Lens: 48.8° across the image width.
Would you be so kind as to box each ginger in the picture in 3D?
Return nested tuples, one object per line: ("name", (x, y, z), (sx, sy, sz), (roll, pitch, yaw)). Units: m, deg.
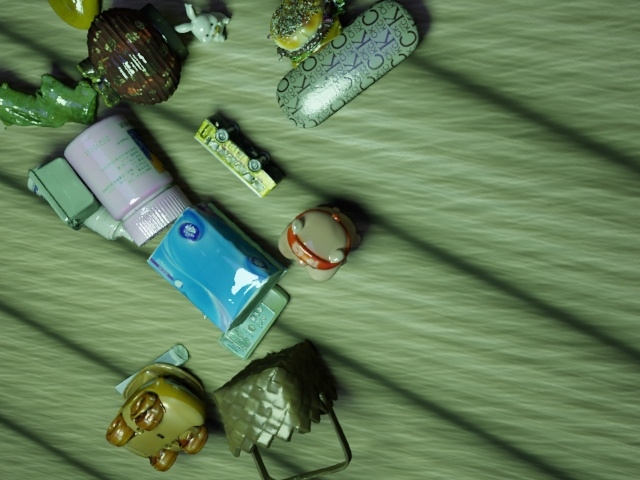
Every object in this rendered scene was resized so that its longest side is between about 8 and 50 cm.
("ginger", (-0.690, -0.344, 1.744), (0.290, 0.089, 0.137), (-4, 142, 8))

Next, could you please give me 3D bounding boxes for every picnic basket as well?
("picnic basket", (-0.087, 0.440, 1.743), (0.254, 0.291, 0.320), (-22, 92, 20))

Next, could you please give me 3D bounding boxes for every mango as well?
("mango", (-0.580, -0.591, 1.648), (0.137, 0.098, 0.195), (-13, 108, 14))

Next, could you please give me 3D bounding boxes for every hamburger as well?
("hamburger", (-0.034, -0.470, 1.508), (0.190, 0.093, 0.164), (-37, 53, 19))

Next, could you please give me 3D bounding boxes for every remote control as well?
("remote control", (-0.175, 0.205, 1.828), (0.098, 0.038, 0.233), (36, 113, 3))

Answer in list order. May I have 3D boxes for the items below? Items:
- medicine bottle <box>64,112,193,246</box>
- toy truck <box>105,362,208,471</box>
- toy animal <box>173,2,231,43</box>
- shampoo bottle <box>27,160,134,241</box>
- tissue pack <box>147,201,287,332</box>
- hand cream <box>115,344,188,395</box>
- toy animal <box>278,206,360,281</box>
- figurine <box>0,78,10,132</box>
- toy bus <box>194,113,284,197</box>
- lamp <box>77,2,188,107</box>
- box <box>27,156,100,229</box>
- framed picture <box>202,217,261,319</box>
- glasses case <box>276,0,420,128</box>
("medicine bottle", (-0.462, -0.146, 1.716), (0.178, 0.178, 0.290), (-36, 96, 22))
("toy truck", (-0.425, 0.465, 1.862), (0.204, 0.211, 0.288), (38, 122, -22))
("toy animal", (-0.257, -0.484, 1.582), (0.085, 0.124, 0.071), (38, 117, 2))
("shampoo bottle", (-0.601, -0.088, 1.818), (0.303, 0.092, 0.092), (33, 112, 2))
("tissue pack", (-0.253, 0.064, 1.713), (0.263, 0.146, 0.198), (42, 108, 9))
("hand cream", (-0.466, 0.370, 1.951), (0.255, 0.048, 0.079), (-39, 108, 23))
("toy animal", (0.000, 0.000, 1.629), (0.172, 0.198, 0.171), (3, 103, 14))
("figurine", (-1.026, -0.350, 1.694), (0.362, 0.377, 0.266), (16, 111, 11))
("toy bus", (-0.189, -0.205, 1.681), (0.226, 0.081, 0.074), (41, 117, -4))
("lamp", (-0.425, -0.412, 1.591), (0.247, 0.247, 0.246), (4, 108, 13))
("box", (-0.616, -0.119, 1.718), (0.093, 0.124, 0.172), (-37, 88, -10))
("framed picture", (-0.260, 0.075, 1.801), (0.173, 0.010, 0.231), (-19, 92, 21))
("glasses case", (0.056, -0.384, 1.551), (0.355, 0.085, 0.137), (-35, 96, 21))
